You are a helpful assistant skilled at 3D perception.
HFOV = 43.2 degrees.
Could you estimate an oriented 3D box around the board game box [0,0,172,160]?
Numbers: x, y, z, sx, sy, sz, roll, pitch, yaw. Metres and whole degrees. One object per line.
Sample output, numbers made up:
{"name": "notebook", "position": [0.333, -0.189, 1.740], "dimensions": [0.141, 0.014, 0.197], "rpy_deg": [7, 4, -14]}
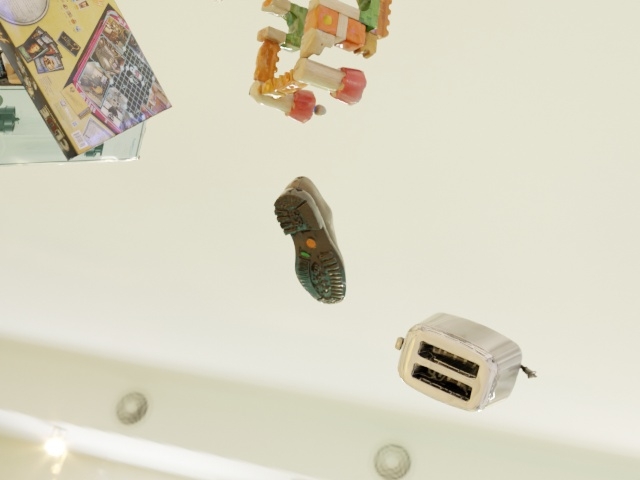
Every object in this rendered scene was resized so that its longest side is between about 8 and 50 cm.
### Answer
{"name": "board game box", "position": [-0.328, -0.251, 1.082], "dimensions": [0.042, 0.165, 0.243], "rpy_deg": [-11, -69, 52]}

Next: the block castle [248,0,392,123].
{"name": "block castle", "position": [0.010, -0.527, 1.913], "dimensions": [0.213, 0.453, 0.303], "rpy_deg": [13, -11, -31]}

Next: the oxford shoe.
{"name": "oxford shoe", "position": [0.000, 0.000, 1.258], "dimensions": [0.083, 0.096, 0.227], "rpy_deg": [-3, -56, 19]}

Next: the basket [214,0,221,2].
{"name": "basket", "position": [-0.172, -0.545, 1.556], "dimensions": [0.167, 0.103, 0.113], "rpy_deg": [-22, -4, 18]}

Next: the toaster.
{"name": "toaster", "position": [0.242, 0.213, 1.385], "dimensions": [0.227, 0.129, 0.146], "rpy_deg": [22, 14, 29]}

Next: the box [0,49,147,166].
{"name": "box", "position": [-0.420, -0.205, 1.263], "dimensions": [0.290, 0.087, 0.169], "rpy_deg": [-6, -38, -28]}
